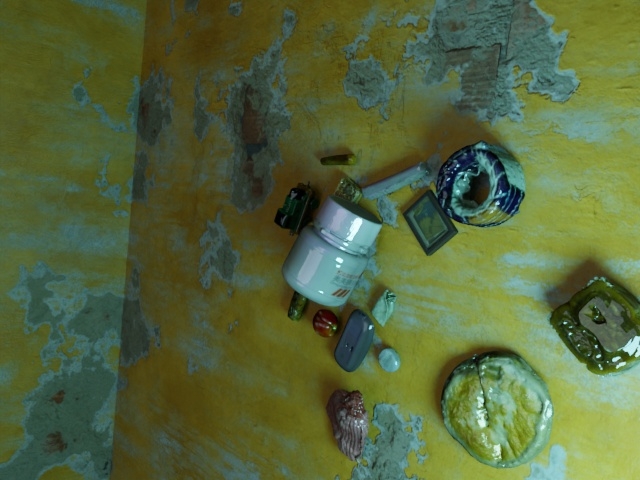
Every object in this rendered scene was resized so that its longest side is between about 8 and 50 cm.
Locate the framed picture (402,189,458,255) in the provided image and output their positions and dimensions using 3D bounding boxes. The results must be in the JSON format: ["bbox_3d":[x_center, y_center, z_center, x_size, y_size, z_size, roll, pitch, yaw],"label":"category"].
[{"bbox_3d":[0.342,-0.055,1.765,0.128,0.023,0.168,-46,58,34],"label":"framed picture"}]

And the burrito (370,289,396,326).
[{"bbox_3d":[0.216,0.221,1.868,0.074,0.044,0.118,50,124,32],"label":"burrito"}]

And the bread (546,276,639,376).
[{"bbox_3d":[0.682,0.209,1.349,0.192,0.110,0.210,-51,55,30],"label":"bread"}]

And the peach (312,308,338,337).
[{"bbox_3d":[0.014,0.300,2.038,0.101,0.101,0.100,-2,87,45],"label":"peach"}]

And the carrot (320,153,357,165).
[{"bbox_3d":[0.063,-0.291,2.045,0.171,0.042,0.042,4,91,46],"label":"carrot"}]

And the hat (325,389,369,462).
[{"bbox_3d":[0.104,0.602,1.922,0.236,0.107,0.286,52,147,33],"label":"hat"}]

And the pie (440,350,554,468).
[{"bbox_3d":[0.487,0.467,1.565,0.339,0.077,0.339,-4,84,42],"label":"pie"}]

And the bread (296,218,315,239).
[{"bbox_3d":[0.000,0.000,2.091,0.187,0.065,0.149,-45,69,31],"label":"bread"}]

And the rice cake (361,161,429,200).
[{"bbox_3d":[0.243,-0.194,1.853,0.270,0.049,0.055,-20,61,45],"label":"rice cake"}]

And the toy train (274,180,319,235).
[{"bbox_3d":[-0.094,-0.119,2.132,0.091,0.136,0.227,37,117,39],"label":"toy train"}]

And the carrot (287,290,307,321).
[{"bbox_3d":[-0.071,0.205,2.148,0.069,0.069,0.228,37,115,40],"label":"carrot"}]

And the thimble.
[{"bbox_3d":[0.449,-0.156,1.573,0.237,0.150,0.237,-5,84,46],"label":"thimble"}]

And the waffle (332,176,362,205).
[{"bbox_3d":[0.085,-0.144,2.016,0.102,0.042,0.148,50,121,34],"label":"waffle"}]

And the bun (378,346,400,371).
[{"bbox_3d":[0.229,0.392,1.849,0.083,0.045,0.083,1,92,43],"label":"bun"}]

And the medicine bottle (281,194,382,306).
[{"bbox_3d":[0.043,0.032,1.904,0.256,0.256,0.324,39,105,39],"label":"medicine bottle"}]

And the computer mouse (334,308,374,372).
[{"bbox_3d":[0.119,0.348,1.955,0.120,0.057,0.232,39,118,39],"label":"computer mouse"}]
